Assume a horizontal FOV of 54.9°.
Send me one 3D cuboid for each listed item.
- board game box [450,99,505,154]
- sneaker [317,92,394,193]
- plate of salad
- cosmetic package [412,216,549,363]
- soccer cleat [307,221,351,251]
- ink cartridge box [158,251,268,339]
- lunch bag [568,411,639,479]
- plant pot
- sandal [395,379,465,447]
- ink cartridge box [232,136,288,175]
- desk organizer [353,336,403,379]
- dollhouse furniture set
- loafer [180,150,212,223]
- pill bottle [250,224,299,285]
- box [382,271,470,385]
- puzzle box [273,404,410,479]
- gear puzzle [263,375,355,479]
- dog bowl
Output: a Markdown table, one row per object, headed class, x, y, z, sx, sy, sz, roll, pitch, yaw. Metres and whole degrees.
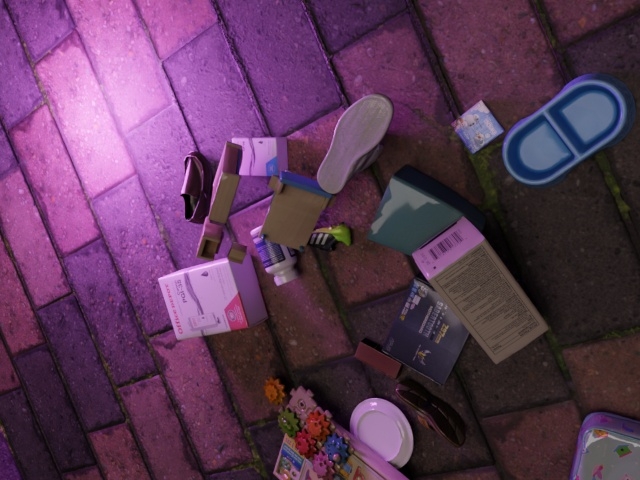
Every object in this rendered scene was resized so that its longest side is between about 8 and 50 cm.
| class | x | y | z | sx | sy | sz | roll | pitch | yaw |
| --- | --- | --- | --- | --- | --- | --- | --- | --- | --- |
| board game box | 0.364 | -0.262 | 1.429 | 0.090 | 0.020 | 0.090 | -38 | 82 | 28 |
| sneaker | 0.105 | -0.254 | 1.477 | 0.108 | 0.169 | 0.292 | 42 | 133 | 5 |
| plate of salad | 0.170 | 0.531 | 1.696 | 0.199 | 0.048 | 0.200 | 2 | 94 | 35 |
| cosmetic package | 0.353 | 0.112 | 1.364 | 0.153 | 0.129 | 0.296 | -36 | 115 | 8 |
| soccer cleat | 0.000 | 0.000 | 1.661 | 0.178 | 0.060 | 0.073 | -10 | 98 | 27 |
| ink cartridge box | -0.321 | 0.171 | 1.836 | 0.282 | 0.117 | 0.207 | -15 | 94 | 30 |
| lunch bag | 0.686 | 0.542 | 1.388 | 0.223 | 0.108 | 0.279 | 10 | 107 | 21 |
| plant pot | 0.261 | -0.048 | 1.457 | 0.234 | 0.165 | 0.166 | 25 | 112 | 11 |
| sandal | 0.281 | 0.453 | 1.600 | 0.219 | 0.090 | 0.060 | 34 | 131 | 16 |
| ink cartridge box | -0.182 | -0.232 | 1.704 | 0.180 | 0.060 | 0.104 | 4 | 104 | 27 |
| desk organizer | 0.160 | 0.315 | 1.653 | 0.130 | 0.047 | 0.050 | 26 | 110 | 21 |
| dollhouse furniture set | -0.140 | -0.080 | 1.636 | 0.303 | 0.198 | 0.287 | 16 | 119 | -13 |
| loafer | -0.369 | -0.152 | 1.811 | 0.080 | 0.078 | 0.220 | 3 | 103 | 27 |
| pill bottle | -0.121 | 0.035 | 1.712 | 0.094 | 0.094 | 0.170 | -23 | 90 | 30 |
| box | 0.281 | 0.223 | 1.560 | 0.183 | 0.059 | 0.233 | 28 | 113 | 19 |
| puzzle box | 0.051 | 0.672 | 1.740 | 0.408 | 0.052 | 0.272 | 29 | 113 | 33 |
| gear puzzle | -0.054 | 0.513 | 1.742 | 0.339 | 0.044 | 0.176 | 45 | 121 | 26 |
| dog bowl | 0.522 | -0.230 | 1.322 | 0.297 | 0.074 | 0.166 | -38 | 82 | 29 |
